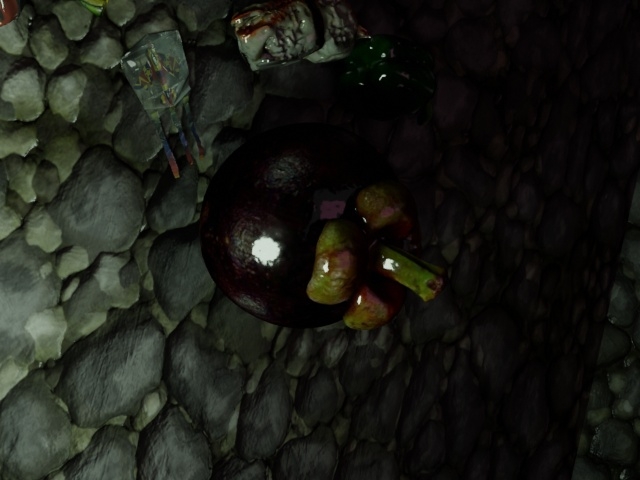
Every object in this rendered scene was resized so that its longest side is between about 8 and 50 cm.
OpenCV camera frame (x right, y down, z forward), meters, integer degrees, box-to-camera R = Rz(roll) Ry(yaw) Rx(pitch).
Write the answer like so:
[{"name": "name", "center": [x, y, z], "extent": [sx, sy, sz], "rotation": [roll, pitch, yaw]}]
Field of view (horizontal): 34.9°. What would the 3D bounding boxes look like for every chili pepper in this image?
[{"name": "chili pepper", "center": [0.154, -0.323, 2.085], "extent": [0.261, 0.174, 0.165], "rotation": [16, 60, -50]}]

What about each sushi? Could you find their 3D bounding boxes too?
[{"name": "sushi", "center": [-0.044, -0.378, 1.860], "extent": [0.332, 0.124, 0.130], "rotation": [-23, 104, -45]}]

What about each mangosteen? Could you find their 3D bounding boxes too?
[{"name": "mangosteen", "center": [0.000, 0.000, 1.752], "extent": [0.382, 0.435, 0.382], "rotation": [-25, 137, -25]}]

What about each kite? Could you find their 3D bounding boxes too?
[{"name": "kite", "center": [-0.255, -0.230, 1.721], "extent": [0.141, 0.015, 0.245], "rotation": [-37, 124, -37]}]

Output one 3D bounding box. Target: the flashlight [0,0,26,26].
[{"name": "flashlight", "center": [-0.405, -0.401, 1.450], "extent": [0.232, 0.093, 0.093], "rotation": [-54, 134, -33]}]

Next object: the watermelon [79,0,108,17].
[{"name": "watermelon", "center": [-0.318, -0.407, 1.551], "extent": [0.075, 0.092, 0.181], "rotation": [54, 48, -58]}]

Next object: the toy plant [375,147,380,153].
[{"name": "toy plant", "center": [0.059, -0.084, 2.080], "extent": [0.240, 0.088, 0.154], "rotation": [-38, 138, -53]}]
